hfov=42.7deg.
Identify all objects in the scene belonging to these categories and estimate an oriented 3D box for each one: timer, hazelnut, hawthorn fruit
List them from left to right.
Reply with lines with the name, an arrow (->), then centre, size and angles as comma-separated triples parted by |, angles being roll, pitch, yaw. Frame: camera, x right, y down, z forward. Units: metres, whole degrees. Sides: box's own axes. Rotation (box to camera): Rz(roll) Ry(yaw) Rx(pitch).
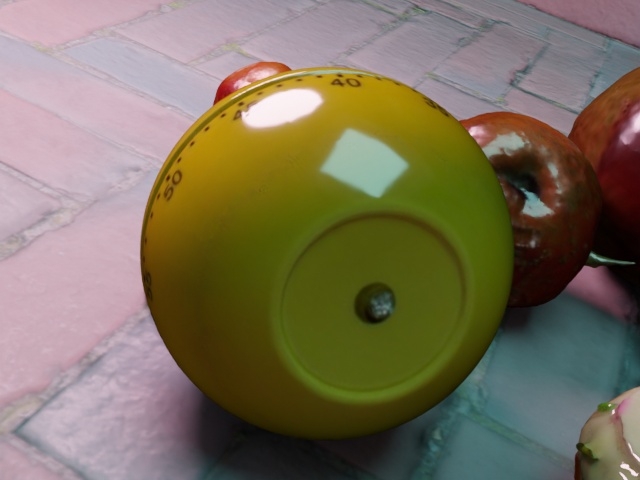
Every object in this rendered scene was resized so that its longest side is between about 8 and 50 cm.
hawthorn fruit -> -0.096, -0.207, 1.246 | 0.138, 0.133, 0.133 | -26, 52, -35
timer -> 0.000, 0.000, 0.798 | 0.376, 0.376, 0.387 | 8, 16, -17
hawthorn fruit -> 0.228, -0.034, 1.052 | 0.262, 0.258, 0.258 | 47, 21, -26
hazelnut -> 0.551, -0.081, 1.180 | 0.421, 0.352, 0.421 | 33, -5, 3

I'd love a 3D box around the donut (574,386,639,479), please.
donut -> 0.377, 0.263, 0.710 | 0.307, 0.150, 0.371 | 4, 26, -14
